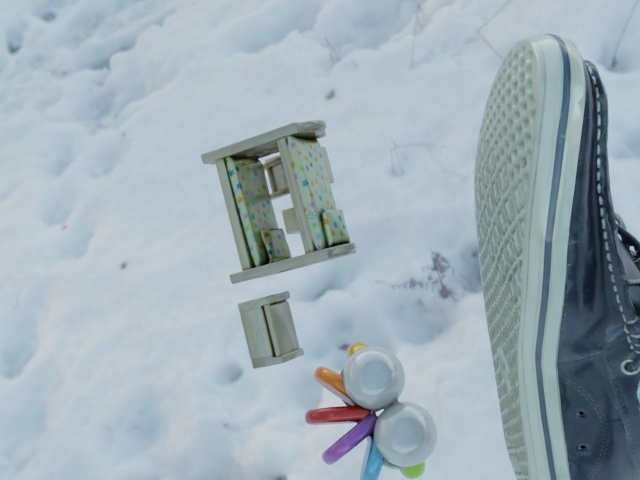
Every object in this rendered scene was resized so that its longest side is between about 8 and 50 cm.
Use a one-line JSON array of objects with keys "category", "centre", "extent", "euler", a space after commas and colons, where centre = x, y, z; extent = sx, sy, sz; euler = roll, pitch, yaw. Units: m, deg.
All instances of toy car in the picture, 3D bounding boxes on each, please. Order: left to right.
[{"category": "toy car", "centre": [0.055, 0.225, 1.009], "extent": [0.136, 0.159, 0.182], "euler": [-27, 77, -10]}]

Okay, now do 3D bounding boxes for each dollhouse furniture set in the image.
[{"category": "dollhouse furniture set", "centre": [0.000, 0.000, 0.708], "extent": [0.101, 0.161, 0.182], "euler": [-15, 87, 24]}]

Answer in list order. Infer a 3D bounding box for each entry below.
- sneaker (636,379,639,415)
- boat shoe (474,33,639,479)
[{"category": "sneaker", "centre": [0.308, 0.078, 0.424], "extent": [0.283, 0.110, 0.122], "euler": [-24, 86, 20]}, {"category": "boat shoe", "centre": [0.235, 0.053, 0.721], "extent": [0.156, 0.500, 0.187], "euler": [-12, 29, 3]}]
